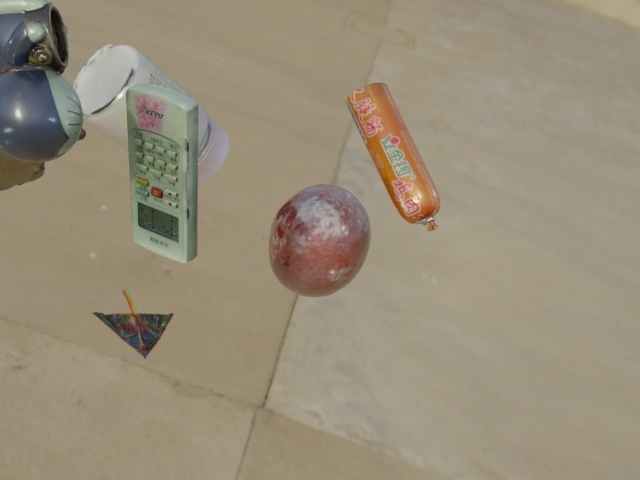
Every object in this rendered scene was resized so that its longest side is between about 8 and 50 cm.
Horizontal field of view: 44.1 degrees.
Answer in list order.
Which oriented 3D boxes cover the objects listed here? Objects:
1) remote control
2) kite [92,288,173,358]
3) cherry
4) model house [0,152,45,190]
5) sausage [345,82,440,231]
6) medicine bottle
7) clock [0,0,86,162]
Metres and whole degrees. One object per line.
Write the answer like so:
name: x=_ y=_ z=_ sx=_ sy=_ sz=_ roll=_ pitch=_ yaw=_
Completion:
remote control: x=-0.299 y=-0.124 z=1.500 sx=0.145 sy=0.344 sz=0.050 roll=20 pitch=35 yaw=23
kite: x=-0.377 y=0.170 z=1.613 sx=0.190 sy=0.010 sz=0.159 roll=8 pitch=55 yaw=-43
cherry: x=0.000 y=0.000 z=1.628 sx=0.212 sy=0.236 sz=0.285 roll=2 pitch=-3 yaw=-7
model house: x=-0.890 y=-0.349 z=1.964 sx=0.382 sy=0.343 sz=0.334 roll=37 pitch=30 yaw=15
sausage: x=0.150 y=-0.156 z=1.539 sx=0.093 sy=0.093 sz=0.312 roll=-8 pitch=69 yaw=-43
medicine bottle: x=-0.414 y=-0.303 z=1.985 sx=0.213 sy=0.213 sz=0.378 roll=44 pitch=3 yaw=42
clock: x=-0.446 y=-0.241 z=1.224 sx=0.146 sy=0.243 sz=0.199 roll=-5 pitch=-2 yaw=-8
